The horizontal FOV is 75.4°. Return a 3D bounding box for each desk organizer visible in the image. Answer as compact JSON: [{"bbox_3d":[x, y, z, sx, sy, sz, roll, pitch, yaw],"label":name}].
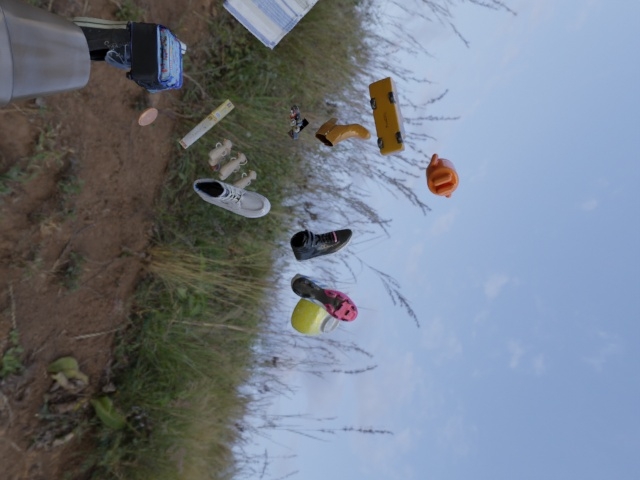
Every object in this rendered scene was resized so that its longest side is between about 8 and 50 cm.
[{"bbox_3d":[-0.128,-0.658,2.428,0.130,0.047,0.050,-47,-163,-13],"label":"desk organizer"}]

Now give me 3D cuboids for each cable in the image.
[{"bbox_3d":[-0.148,-0.621,2.195,0.287,0.072,0.140,-175,-110,-78],"label":"cable"}]

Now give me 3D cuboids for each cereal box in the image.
[{"bbox_3d":[-0.502,-0.513,1.824,0.240,0.047,0.173,-26,-154,32],"label":"cereal box"}]

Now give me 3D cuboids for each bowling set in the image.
[{"bbox_3d":[-0.472,-0.400,2.085,0.154,0.287,0.200,-43,-132,-15],"label":"bowling set"}]

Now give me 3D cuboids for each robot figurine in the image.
[{"bbox_3d":[0.497,-0.264,1.701,0.128,0.158,0.219,-60,-174,29],"label":"robot figurine"}]

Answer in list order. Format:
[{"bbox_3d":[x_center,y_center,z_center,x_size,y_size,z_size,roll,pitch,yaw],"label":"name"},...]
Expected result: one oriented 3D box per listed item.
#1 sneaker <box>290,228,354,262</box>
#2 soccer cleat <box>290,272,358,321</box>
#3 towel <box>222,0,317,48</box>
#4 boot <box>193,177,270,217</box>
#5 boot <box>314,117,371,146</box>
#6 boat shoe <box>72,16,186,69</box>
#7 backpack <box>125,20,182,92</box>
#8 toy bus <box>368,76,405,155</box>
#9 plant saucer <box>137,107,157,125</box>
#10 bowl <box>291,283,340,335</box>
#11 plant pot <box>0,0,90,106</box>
[{"bbox_3d":[0.000,0.000,1.836,0.295,0.147,0.105,-21,-123,10],"label":"sneaker"},{"bbox_3d":[0.020,0.238,1.819,0.116,0.331,0.143,-57,-168,8],"label":"soccer cleat"},{"bbox_3d":[-0.134,-0.746,1.259,0.285,0.209,0.034,-32,-131,30],"label":"towel"},{"bbox_3d":[-0.307,-0.146,1.419,0.123,0.258,0.095,47,56,-83],"label":"boot"},{"bbox_3d":[0.130,-0.611,2.443,0.211,0.295,0.104,-56,163,-34],"label":"boot"},{"bbox_3d":[-0.712,-0.713,1.530,0.499,0.187,0.156,14,-80,17],"label":"boat shoe"},{"bbox_3d":[-0.426,-0.471,1.097,0.173,0.116,0.158,-106,-163,-85],"label":"backpack"},{"bbox_3d":[0.298,-0.540,1.827,0.108,0.130,0.333,-12,-95,24],"label":"toy bus"},{"bbox_3d":[-0.634,-0.454,1.525,0.083,0.013,0.083,-44,179,-1],"label":"plant saucer"},{"bbox_3d":[0.009,0.383,2.104,0.156,0.289,0.290,35,-72,36],"label":"bowl"},{"bbox_3d":[-0.845,-0.545,1.188,0.323,0.280,0.323,14,-69,40],"label":"plant pot"}]
